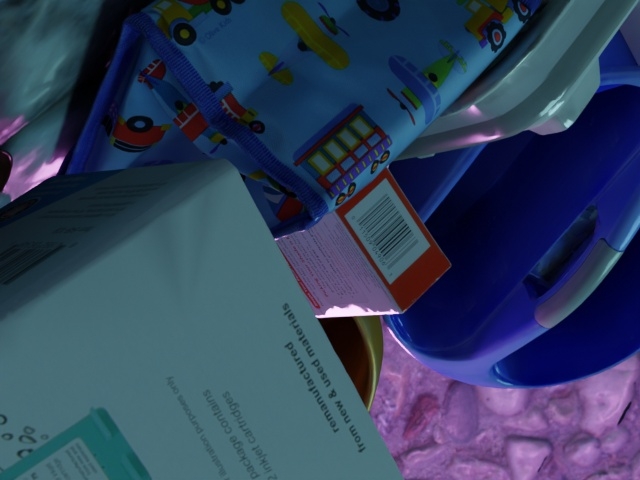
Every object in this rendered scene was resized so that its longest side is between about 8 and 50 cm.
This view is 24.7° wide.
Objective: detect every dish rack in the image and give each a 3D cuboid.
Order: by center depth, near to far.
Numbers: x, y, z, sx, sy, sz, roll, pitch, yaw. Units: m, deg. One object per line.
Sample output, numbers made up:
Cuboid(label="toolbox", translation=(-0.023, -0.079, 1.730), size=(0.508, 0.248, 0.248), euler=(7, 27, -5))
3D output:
Cuboid(label="dish rack", translation=(0.152, -0.175, 0.974), size=(0.333, 0.072, 0.285), euler=(-53, -163, -17))

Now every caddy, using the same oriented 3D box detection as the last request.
Cuboid(label="caddy", translation=(0.187, -0.021, 1.128), size=(0.341, 0.241, 0.179), euler=(-54, -154, 37))

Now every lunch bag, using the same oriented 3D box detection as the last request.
Cuboid(label="lunch bag", translation=(-0.044, -0.060, 0.861), size=(0.221, 0.138, 0.293), euler=(-44, -179, -36))

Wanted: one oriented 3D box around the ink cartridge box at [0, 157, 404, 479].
Cuboid(label="ink cartridge box", translation=(-0.139, 0.119, 0.617), size=(0.270, 0.197, 0.198), euler=(-36, -162, -26))

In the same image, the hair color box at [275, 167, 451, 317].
Cuboid(label="hair color box", translation=(0.000, 0.000, 0.952), size=(0.053, 0.093, 0.167), euler=(-42, -163, -28))

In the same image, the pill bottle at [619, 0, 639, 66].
Cuboid(label="pill bottle", translation=(0.237, -0.203, 1.331), size=(0.188, 0.188, 0.334), euler=(-50, 172, 23))

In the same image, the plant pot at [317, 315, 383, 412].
Cuboid(label="plant pot", translation=(-0.041, 0.061, 1.217), size=(0.205, 0.205, 0.188), euler=(-51, -174, 25))

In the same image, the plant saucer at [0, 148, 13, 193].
Cuboid(label="plant saucer", translation=(-0.181, -0.017, 0.689), size=(0.083, 0.015, 0.083), euler=(-46, 172, -8))
